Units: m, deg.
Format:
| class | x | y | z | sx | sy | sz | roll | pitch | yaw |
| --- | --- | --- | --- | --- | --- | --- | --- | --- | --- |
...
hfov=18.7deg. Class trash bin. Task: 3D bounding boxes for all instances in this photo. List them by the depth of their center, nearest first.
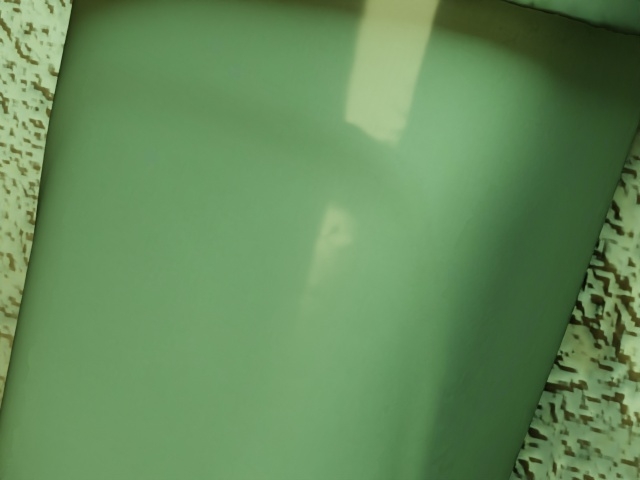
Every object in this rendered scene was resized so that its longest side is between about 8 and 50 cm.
| class | x | y | z | sx | sy | sz | roll | pitch | yaw |
| --- | --- | --- | --- | --- | --- | --- | --- | --- | --- |
| trash bin | 0.000 | 0.000 | 0.740 | 0.219 | 0.220 | 0.250 | 19 | 99 | 27 |
